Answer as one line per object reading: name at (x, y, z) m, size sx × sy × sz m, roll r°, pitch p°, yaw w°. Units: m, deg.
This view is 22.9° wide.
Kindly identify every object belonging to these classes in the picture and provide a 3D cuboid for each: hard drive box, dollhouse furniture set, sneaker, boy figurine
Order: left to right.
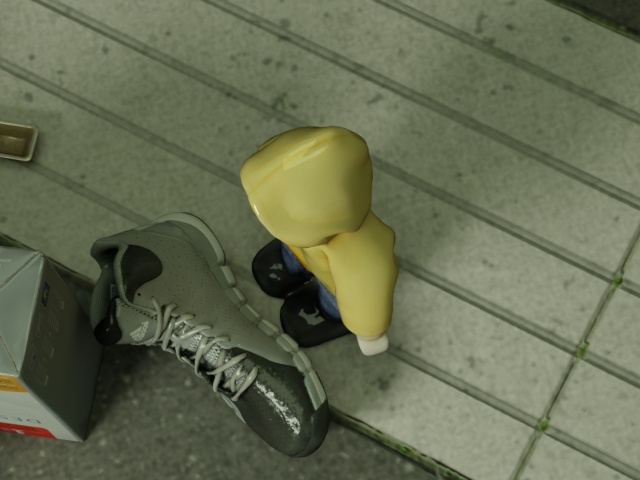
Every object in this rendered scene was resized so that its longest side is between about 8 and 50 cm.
hard drive box at (-0.269, 0.072, 1.145) m, size 0.181 × 0.232 × 0.089 m, roll 7°, pitch 73°, yaw 6°
dollhouse furniture set at (-0.286, -0.114, 1.284) m, size 0.114 × 0.081 × 0.091 m, roll 10°, pitch 73°, yaw 6°
sneaker at (-0.101, 0.081, 1.183) m, size 0.132 × 0.086 × 0.228 m, roll -11°, pitch 54°, yaw -47°
boy figurine at (0.000, 0.000, 1.129) m, size 0.092 × 0.285 × 0.177 m, roll -27°, pitch 76°, yaw -6°
